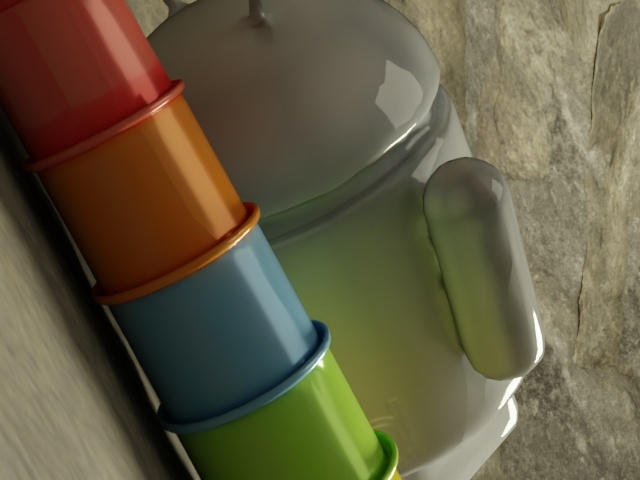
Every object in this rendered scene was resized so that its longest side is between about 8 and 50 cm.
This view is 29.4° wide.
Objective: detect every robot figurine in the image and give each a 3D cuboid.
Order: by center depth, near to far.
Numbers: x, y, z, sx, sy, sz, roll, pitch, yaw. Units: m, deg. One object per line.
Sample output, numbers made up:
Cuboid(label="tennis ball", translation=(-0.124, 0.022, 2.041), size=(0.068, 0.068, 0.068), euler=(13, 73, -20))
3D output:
Cuboid(label="robot figurine", translation=(0.000, 0.000, 0.707), size=(0.300, 0.200, 0.353), euler=(5, -51, 45))

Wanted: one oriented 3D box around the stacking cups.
Cuboid(label="stacking cups", translation=(-0.049, 0.032, 0.529), size=(0.316, 0.096, 0.096), euler=(62, 0, -12))
